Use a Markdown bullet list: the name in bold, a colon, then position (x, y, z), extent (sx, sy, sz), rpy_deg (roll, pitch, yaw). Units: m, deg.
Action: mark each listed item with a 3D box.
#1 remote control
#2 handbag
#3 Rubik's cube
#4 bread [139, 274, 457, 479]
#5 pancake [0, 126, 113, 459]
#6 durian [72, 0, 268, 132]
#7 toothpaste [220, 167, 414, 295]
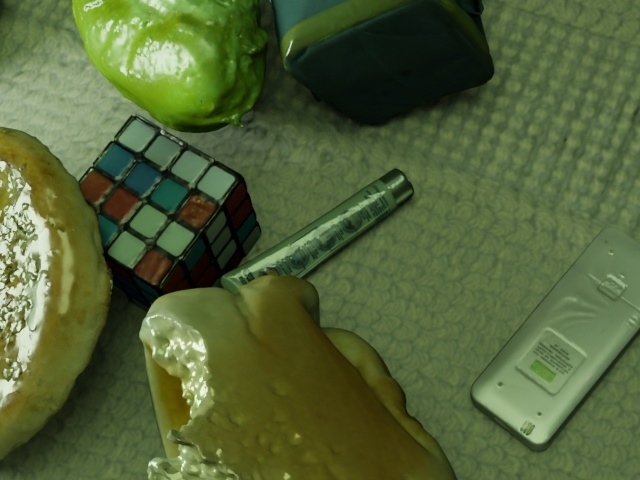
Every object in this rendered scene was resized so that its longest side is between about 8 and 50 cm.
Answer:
- **remote control**: position (0.269, 0.101, 1.459), extent (0.103, 0.034, 0.250), rpy_deg (36, 74, 20)
- **handbag**: position (0.059, -0.287, 1.537), extent (0.222, 0.263, 0.241), rpy_deg (-22, 65, 25)
- **Rubik's cube**: position (-0.175, -0.016, 1.507), extent (0.154, 0.151, 0.155), rpy_deg (31, 74, 18)
- **bread**: position (-0.016, 0.213, 1.285), extent (0.245, 0.329, 0.424), rpy_deg (-29, 60, -6)
- **pancake**: position (-0.381, 0.059, 1.459), extent (0.387, 0.082, 0.387), rpy_deg (-8, 77, 36)
- **durian**: position (-0.169, -0.260, 1.569), extent (0.204, 0.256, 0.340), rpy_deg (-3, 71, -25)
- **toothpaste**: position (0.000, 0.000, 1.536), extent (0.239, 0.039, 0.062), rpy_deg (-35, 99, -9)
